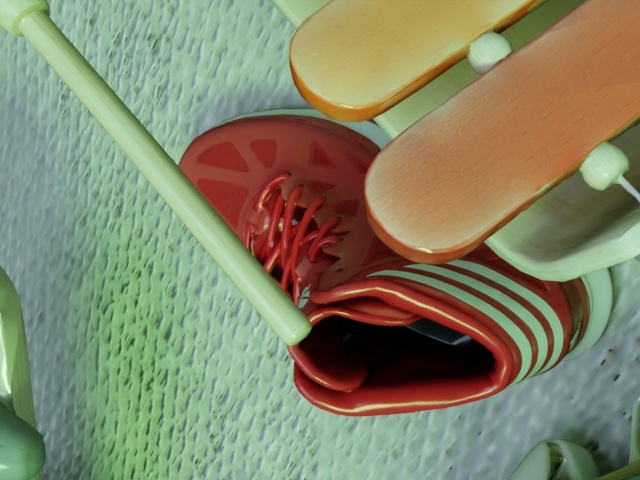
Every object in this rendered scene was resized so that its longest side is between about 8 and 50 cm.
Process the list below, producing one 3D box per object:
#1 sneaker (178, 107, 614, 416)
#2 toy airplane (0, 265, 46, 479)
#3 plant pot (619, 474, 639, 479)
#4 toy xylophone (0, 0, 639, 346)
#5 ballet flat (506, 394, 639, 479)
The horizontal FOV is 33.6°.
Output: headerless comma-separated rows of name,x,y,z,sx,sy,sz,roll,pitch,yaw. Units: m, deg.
sneaker,0.000,0.000,0.444,0.221,0.128,0.087,18,110,30
toy airplane,-0.203,0.242,0.558,0.384,0.272,0.386,-39,77,35
plant pot,0.136,0.252,0.295,0.293,0.235,0.293,11,118,21
toy xylophone,0.018,-0.104,0.372,0.323,0.236,0.081,42,163,14
ballet flat,0.126,0.104,0.426,0.232,0.080,0.073,-30,55,34
